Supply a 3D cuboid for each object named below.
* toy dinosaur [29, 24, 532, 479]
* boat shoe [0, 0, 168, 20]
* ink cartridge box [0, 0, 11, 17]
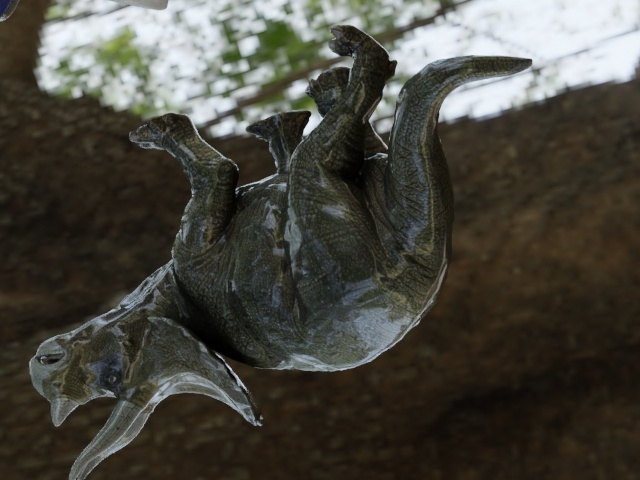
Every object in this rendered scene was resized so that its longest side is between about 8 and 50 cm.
[{"bbox_3d":[0.000,0.000,0.866,0.121,0.313,0.160,1,-108,-52],"label":"toy dinosaur"},{"bbox_3d":[-0.224,-0.189,1.245,0.095,0.258,0.084,-33,-55,-72],"label":"boat shoe"},{"bbox_3d":[-0.178,-0.116,0.508,0.224,0.045,0.223,34,-104,-25],"label":"ink cartridge box"}]
